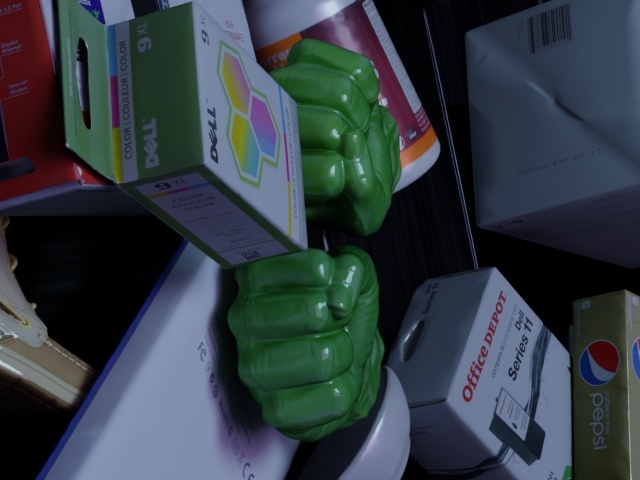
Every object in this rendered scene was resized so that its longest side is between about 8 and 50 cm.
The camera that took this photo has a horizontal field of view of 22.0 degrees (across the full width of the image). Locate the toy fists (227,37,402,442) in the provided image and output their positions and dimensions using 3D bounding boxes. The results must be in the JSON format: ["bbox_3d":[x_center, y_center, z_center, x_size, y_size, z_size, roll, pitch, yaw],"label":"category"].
[{"bbox_3d":[0.000,0.000,1.147,0.142,0.096,0.279,30,64,-63],"label":"toy fists"}]

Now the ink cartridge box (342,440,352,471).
[{"bbox_3d":[0.029,0.182,1.311,0.048,0.028,0.083,32,57,-38],"label":"ink cartridge box"}]

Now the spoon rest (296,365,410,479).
[{"bbox_3d":[-0.008,0.214,1.204,0.084,0.137,0.276,26,69,-12],"label":"spoon rest"}]

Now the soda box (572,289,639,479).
[{"bbox_3d":[0.258,0.140,1.424,0.061,0.058,0.181,23,61,-44],"label":"soda box"}]

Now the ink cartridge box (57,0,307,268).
[{"bbox_3d":[-0.077,-0.070,0.988,0.209,0.062,0.109,41,39,-60],"label":"ink cartridge box"}]

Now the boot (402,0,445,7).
[{"bbox_3d":[0.003,-0.296,1.369,0.207,0.094,0.246,-24,90,-52],"label":"boot"}]

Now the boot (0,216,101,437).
[{"bbox_3d":[-0.214,-0.002,1.052,0.262,0.095,0.203,35,53,-34],"label":"boot"}]

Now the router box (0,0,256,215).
[{"bbox_3d":[-0.149,-0.169,1.084,0.335,0.082,0.301,-5,81,-71],"label":"router box"}]

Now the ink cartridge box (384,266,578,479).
[{"bbox_3d":[0.153,0.146,1.415,0.208,0.087,0.153,47,48,-28],"label":"ink cartridge box"}]

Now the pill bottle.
[{"bbox_3d":[-0.002,-0.140,1.300,0.121,0.121,0.221,-41,110,-46],"label":"pill bottle"}]

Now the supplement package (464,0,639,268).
[{"bbox_3d":[0.298,-0.104,1.563,0.262,0.199,0.198,14,68,-45],"label":"supplement package"}]

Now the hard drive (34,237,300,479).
[{"bbox_3d":[-0.100,0.163,1.084,0.319,0.040,0.210,-63,145,-48],"label":"hard drive"}]

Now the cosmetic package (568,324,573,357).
[{"bbox_3d":[0.323,0.225,1.528,0.113,0.160,0.309,21,65,-44],"label":"cosmetic package"}]
